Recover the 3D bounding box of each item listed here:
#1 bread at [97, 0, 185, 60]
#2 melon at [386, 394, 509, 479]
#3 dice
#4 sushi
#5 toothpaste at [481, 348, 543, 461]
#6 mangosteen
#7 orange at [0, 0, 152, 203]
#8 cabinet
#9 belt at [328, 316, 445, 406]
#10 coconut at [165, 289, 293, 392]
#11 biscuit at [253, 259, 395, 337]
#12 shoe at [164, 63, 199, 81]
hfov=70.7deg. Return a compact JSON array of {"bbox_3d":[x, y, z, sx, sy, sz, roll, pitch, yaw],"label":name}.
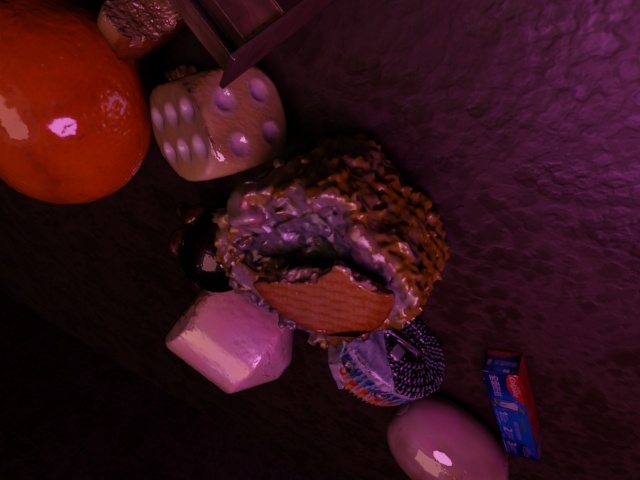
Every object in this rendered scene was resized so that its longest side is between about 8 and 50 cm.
[{"bbox_3d":[-0.291,-0.366,0.761,0.086,0.156,0.125,55,164,-15],"label":"bread"},{"bbox_3d":[0.315,0.521,1.120,0.317,0.223,0.223,37,141,6],"label":"melon"},{"bbox_3d":[-0.175,-0.203,0.780,0.169,0.169,0.166,2,114,45],"label":"dice"},{"bbox_3d":[0.000,0.000,0.828,0.397,0.240,0.351,-26,110,44],"label":"sushi"},{"bbox_3d":[0.435,0.375,1.011,0.077,0.066,0.320,0,128,36],"label":"toothpaste"},{"bbox_3d":[-0.246,0.000,1.037,0.250,0.211,0.211,45,141,5],"label":"mangosteen"},{"bbox_3d":[-0.517,-0.275,0.864,0.424,0.326,0.423,32,152,20],"label":"orange"},{"bbox_3d":[-0.092,-0.334,0.556,0.174,0.215,0.148,50,169,-15],"label":"cabinet"},{"bbox_3d":[0.137,0.248,0.995,0.258,0.207,0.150,34,139,-10],"label":"belt"},{"bbox_3d":[-0.212,0.250,1.200,0.310,0.297,0.297,38,141,-8],"label":"coconut"},{"bbox_3d":[-0.001,0.084,0.710,0.229,0.031,0.176,21,133,15],"label":"biscuit"},{"bbox_3d":[-0.256,-0.282,0.869,0.069,0.072,0.109,-7,141,-9],"label":"shoe"}]
